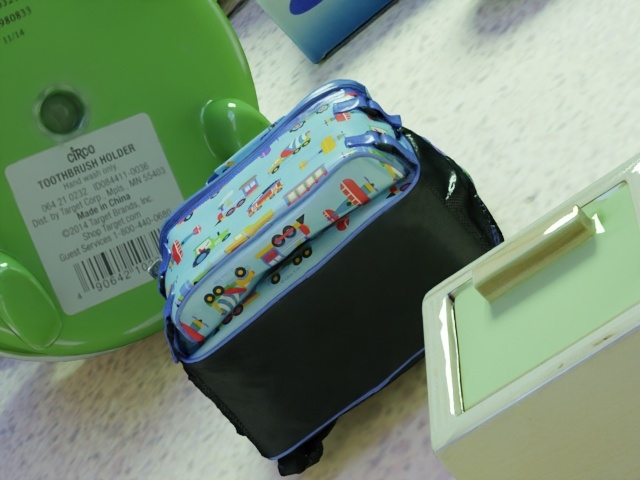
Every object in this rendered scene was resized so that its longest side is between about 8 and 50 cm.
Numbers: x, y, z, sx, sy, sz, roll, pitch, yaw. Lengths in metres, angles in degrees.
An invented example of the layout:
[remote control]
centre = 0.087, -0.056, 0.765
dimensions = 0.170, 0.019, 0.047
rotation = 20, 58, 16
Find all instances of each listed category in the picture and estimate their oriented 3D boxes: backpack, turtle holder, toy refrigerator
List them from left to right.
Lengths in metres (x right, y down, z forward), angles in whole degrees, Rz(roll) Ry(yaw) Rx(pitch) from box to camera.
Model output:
[turtle holder]
centre = -0.190, -0.078, 1.129
dimensions = 0.243, 0.320, 0.227
rotation = -55, 13, -17
[backpack]
centre = 0.000, 0.000, 0.949
dimensions = 0.158, 0.117, 0.173
rotation = -38, 23, 12
[toy refrigerator]
centre = 0.166, 0.002, 0.715
dimensions = 0.269, 0.094, 0.102
rotation = -35, 27, 21

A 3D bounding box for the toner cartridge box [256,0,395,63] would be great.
[toner cartridge box]
centre = 0.098, -0.274, 1.272
dimensions = 0.348, 0.075, 0.165
rotation = -39, 24, 13
